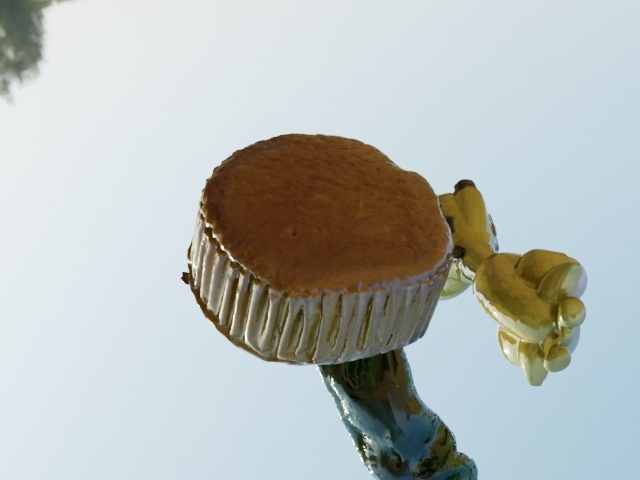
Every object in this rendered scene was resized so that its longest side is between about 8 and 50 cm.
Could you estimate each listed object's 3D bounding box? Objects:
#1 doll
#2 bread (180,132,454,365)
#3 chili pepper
[{"bbox_3d":[0.148,0.026,1.048,0.086,0.117,0.291,4,-163,-21],"label":"doll"},{"bbox_3d":[0.001,0.001,0.918,0.199,0.104,0.199,9,-137,-9],"label":"bread"},{"bbox_3d":[0.064,0.160,1.165,0.098,0.224,0.061,-31,-170,16],"label":"chili pepper"}]
